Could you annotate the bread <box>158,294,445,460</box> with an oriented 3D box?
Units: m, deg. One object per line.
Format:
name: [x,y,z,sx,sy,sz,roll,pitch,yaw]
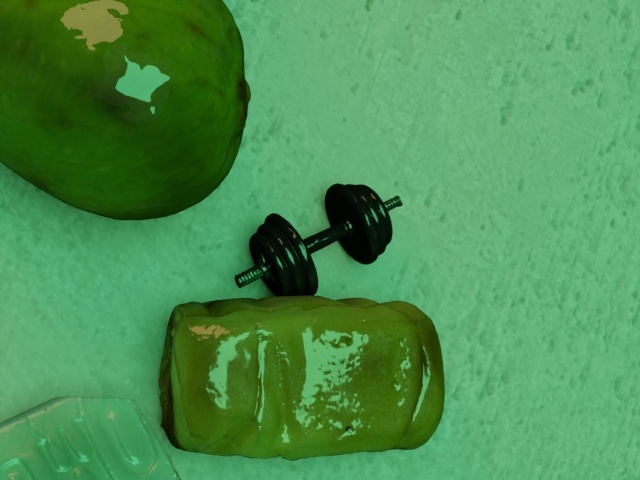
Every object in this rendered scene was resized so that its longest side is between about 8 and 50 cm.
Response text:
bread: [-0.021,0.140,1.385,0.294,0.132,0.166,2,92,-22]

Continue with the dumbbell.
dumbbell: [0.000,0.000,1.424,0.208,0.099,0.099,-27,94,-20]

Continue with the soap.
soap: [-0.255,0.234,1.291,0.230,0.091,0.145,-25,75,-24]

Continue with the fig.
fig: [-0.230,-0.155,1.281,0.326,0.258,0.258,14,79,-2]
